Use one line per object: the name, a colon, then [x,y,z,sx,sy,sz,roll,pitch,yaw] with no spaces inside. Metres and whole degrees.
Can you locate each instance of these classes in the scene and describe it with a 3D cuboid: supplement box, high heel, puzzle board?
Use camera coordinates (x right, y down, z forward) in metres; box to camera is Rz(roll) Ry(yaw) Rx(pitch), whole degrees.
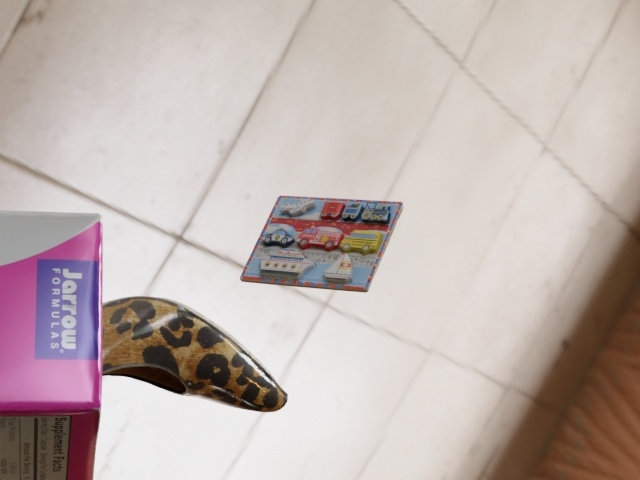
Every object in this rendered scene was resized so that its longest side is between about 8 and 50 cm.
supplement box: [-0.220,0.055,0.680,0.220,0.111,0.114,2,151,-13]
high heel: [-0.162,0.119,0.935,0.093,0.261,0.186,-42,-155,63]
puzzle board: [0.000,0.000,1.190,0.011,0.128,0.096,60,44,-43]
